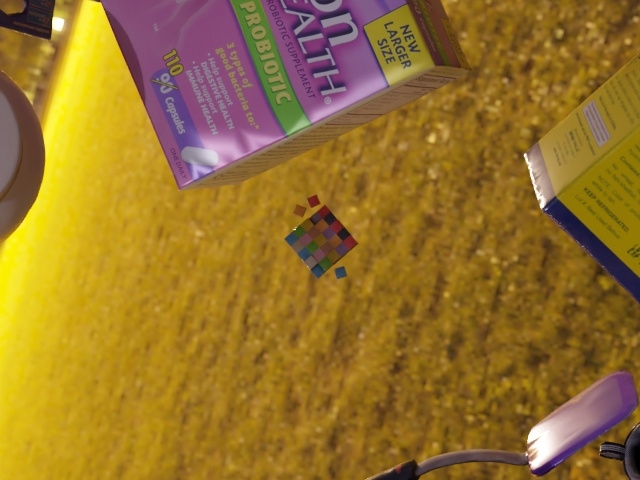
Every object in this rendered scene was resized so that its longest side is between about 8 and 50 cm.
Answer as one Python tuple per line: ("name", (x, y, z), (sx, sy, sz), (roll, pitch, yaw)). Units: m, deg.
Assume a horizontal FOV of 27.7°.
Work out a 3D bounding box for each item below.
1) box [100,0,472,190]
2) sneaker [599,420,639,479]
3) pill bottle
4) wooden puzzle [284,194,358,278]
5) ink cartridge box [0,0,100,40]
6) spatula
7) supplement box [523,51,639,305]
("box", (-0.035, -0.186, 1.072), (0.213, 0.243, 0.117), (67, -160, 3))
("sneaker", (0.389, 0.220, 1.202), (0.269, 0.153, 0.101), (-11, 51, 46))
("pill bottle", (-0.319, -0.068, 1.095), (0.301, 0.169, 0.169), (173, 112, -75))
("wooden puzzle", (0.000, 0.000, 1.179), (0.049, 0.083, 0.006), (-41, -19, 1))
("ink cartridge box", (-0.243, -0.346, 1.233), (0.186, 0.065, 0.311), (-4, -68, -76))
("spatula", (0.095, 0.167, 0.955), (0.030, 0.296, 0.084), (64, -165, -13))
("supplement box", (0.452, -0.127, 1.579), (0.356, 0.194, 0.195), (-42, 17, 19))
